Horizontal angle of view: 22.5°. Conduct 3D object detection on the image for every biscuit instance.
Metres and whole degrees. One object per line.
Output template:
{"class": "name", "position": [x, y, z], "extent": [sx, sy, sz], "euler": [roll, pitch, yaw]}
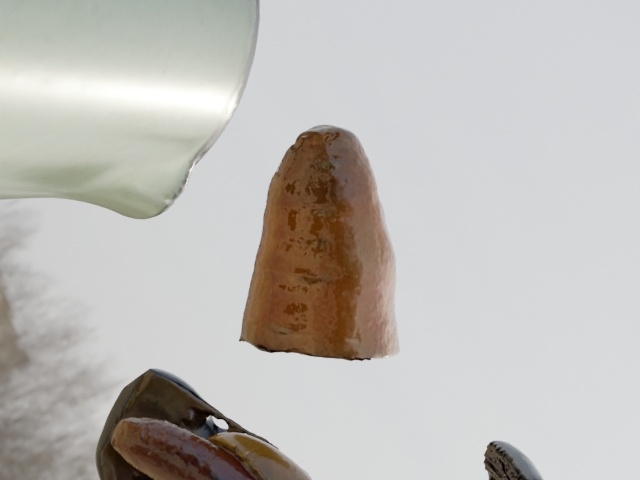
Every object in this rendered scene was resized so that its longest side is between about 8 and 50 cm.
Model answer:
{"class": "biscuit", "position": [0.206, 0.308, 1.468], "extent": [0.151, 0.063, 0.235], "euler": [-138, -156, -80]}

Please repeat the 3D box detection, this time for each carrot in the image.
{"class": "carrot", "position": [0.000, 0.000, 1.556], "extent": [0.159, 0.159, 0.225], "euler": [-161, -111, -66]}

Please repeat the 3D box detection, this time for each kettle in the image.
{"class": "kettle", "position": [-0.236, -0.185, 0.840], "extent": [0.250, 0.376, 0.361], "euler": [-23, -102, 31]}

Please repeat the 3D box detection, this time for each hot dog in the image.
{"class": "hot dog", "position": [-0.081, 0.271, 1.468], "extent": [0.326, 0.194, 0.107], "euler": [38, -17, -1]}
